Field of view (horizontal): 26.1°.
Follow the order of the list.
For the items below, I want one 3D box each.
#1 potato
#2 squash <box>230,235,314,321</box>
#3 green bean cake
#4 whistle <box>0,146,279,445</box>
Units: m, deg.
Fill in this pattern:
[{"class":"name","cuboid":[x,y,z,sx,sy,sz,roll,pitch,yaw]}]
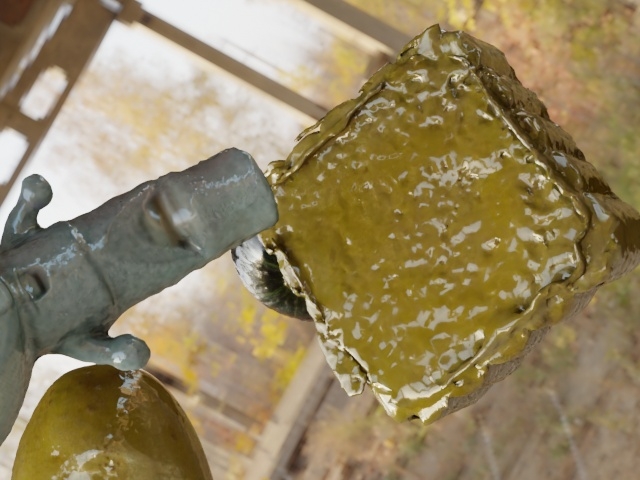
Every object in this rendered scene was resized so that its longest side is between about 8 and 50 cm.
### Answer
[{"class":"potato","cuboid":[-0.202,0.192,1.290,0.178,0.203,0.158,-28,-64,-50]},{"class":"squash","cuboid":[-0.001,0.003,1.506,0.156,0.193,0.193,-57,-2,-32]},{"class":"green bean cake","cuboid":[0.087,-0.010,0.986,0.224,0.229,0.131,-42,-19,22]},{"class":"whistle","cuboid":[-0.185,0.044,0.792,0.346,0.142,0.133,-28,-32,-19]}]
